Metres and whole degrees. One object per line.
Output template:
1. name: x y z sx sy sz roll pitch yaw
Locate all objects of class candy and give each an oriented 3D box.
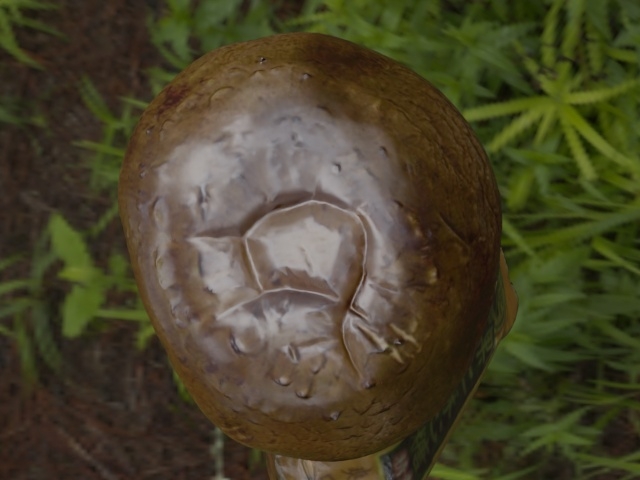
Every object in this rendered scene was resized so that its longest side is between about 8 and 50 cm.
1. candy: 0.054 0.073 1.114 0.101 0.271 0.143 12 131 32

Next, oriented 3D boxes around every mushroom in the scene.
1. mushroom: -0.001 0.002 0.914 0.194 0.138 0.231 -28 95 11
